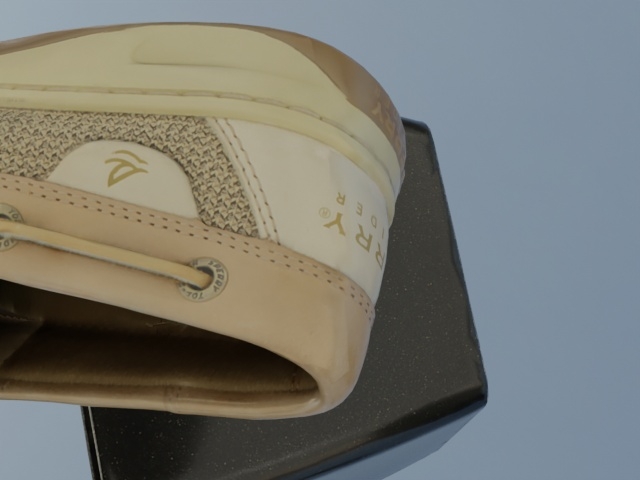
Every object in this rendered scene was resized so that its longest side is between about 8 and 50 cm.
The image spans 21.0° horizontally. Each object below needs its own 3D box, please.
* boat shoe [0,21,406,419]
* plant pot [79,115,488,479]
[{"bbox_3d":[-0.146,0.005,0.548,0.341,0.122,0.110,-4,-124,20],"label":"boat shoe"},{"bbox_3d":[-0.027,0.037,0.766,0.167,0.187,0.188,-8,-106,-9],"label":"plant pot"}]
